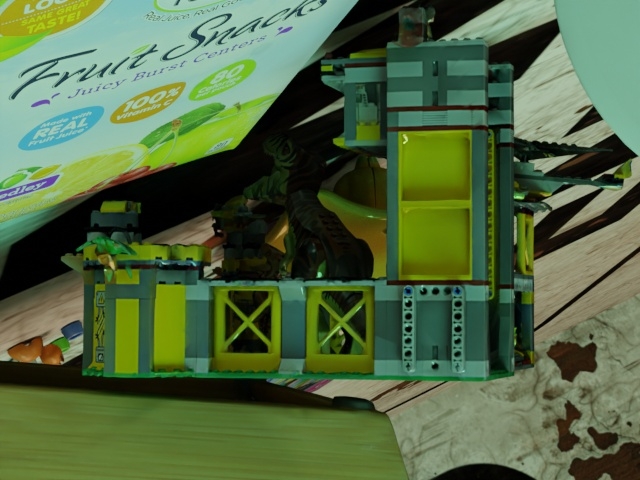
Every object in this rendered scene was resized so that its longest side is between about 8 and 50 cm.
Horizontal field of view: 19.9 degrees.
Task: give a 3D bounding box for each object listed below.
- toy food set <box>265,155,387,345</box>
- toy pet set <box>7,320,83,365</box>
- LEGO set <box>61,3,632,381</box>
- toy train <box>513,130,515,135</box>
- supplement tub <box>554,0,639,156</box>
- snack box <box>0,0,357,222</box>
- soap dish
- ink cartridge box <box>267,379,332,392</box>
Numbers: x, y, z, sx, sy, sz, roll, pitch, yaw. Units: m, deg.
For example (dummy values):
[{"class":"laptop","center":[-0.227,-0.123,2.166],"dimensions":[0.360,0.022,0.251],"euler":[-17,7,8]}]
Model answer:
[{"class":"toy food set","center":[0.000,0.000,1.243],"dimensions":[0.128,0.071,0.218],"euler":[3,155,-21]},{"class":"toy pet set","center":[-0.214,0.122,1.244],"dimensions":[0.114,0.065,0.122],"euler":[-22,167,-32]},{"class":"LEGO set","center":[0.013,-0.024,0.989],"dimensions":[0.255,0.192,0.331],"euler":[-1,177,23]},{"class":"toy train","center":[0.102,-0.071,1.252],"dimensions":[0.083,0.023,0.017],"euler":[-21,167,-32]},{"class":"supplement tub","center":[0.261,-0.126,0.819],"dimensions":[0.235,0.235,0.325],"euler":[-35,168,31]},{"class":"snack box","center":[-0.074,-0.081,0.628],"dimensions":[0.174,0.070,0.207],"euler":[-21,165,-33]},{"class":"soap dish","center":[-0.113,0.129,0.997],"dimensions":[0.291,0.118,0.229],"euler":[6,179,-23]},{"class":"ink cartridge box","center":[-0.052,0.111,1.633],"dimensions":[0.186,0.065,0.311],"euler":[-37,165,37]}]
